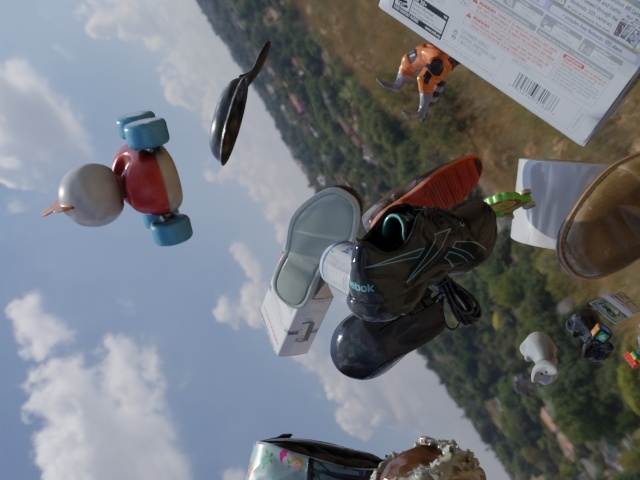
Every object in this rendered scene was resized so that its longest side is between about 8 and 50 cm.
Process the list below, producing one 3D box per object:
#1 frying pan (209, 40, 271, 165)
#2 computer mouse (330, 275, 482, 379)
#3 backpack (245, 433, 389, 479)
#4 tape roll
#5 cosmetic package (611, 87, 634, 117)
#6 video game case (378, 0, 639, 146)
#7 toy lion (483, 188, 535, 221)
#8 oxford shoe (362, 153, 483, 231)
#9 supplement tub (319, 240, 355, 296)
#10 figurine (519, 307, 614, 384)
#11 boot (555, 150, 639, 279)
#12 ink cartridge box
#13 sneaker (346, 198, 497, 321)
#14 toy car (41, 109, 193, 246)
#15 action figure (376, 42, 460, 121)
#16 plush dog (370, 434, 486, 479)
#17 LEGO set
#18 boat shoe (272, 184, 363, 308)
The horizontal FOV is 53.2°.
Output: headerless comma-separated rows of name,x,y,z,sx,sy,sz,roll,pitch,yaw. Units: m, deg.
frying pan,-0.175,-0.319,1.369,0.053,0.327,0.197,16,174,-2
computer mouse,0.131,0.134,1.122,0.188,0.272,0.072,51,174,16
backpack,-0.012,0.448,1.151,0.253,0.191,0.225,14,163,13
tape roll,0.520,-0.077,1.300,0.246,0.245,0.169,-109,23,-79
cosmetic package,0.483,-0.368,1.029,0.129,0.296,0.153,25,-158,-8
video game case,0.199,-0.256,0.580,0.269,0.061,0.244,40,148,15
toy lion,0.324,-0.063,1.142,0.100,0.096,0.034,135,127,-63
oxford shoe,0.202,-0.099,1.291,0.097,0.271,0.098,63,172,-33
supplement tub,0.051,0.044,0.876,0.071,0.071,0.107,55,165,-28
figurine,0.599,0.268,1.559,0.092,0.214,0.209,58,-162,-3
boot,0.410,-0.059,0.730,0.112,0.305,0.115,52,-175,-6
ink cartridge box,-0.063,0.157,1.576,0.159,0.092,0.218,64,142,40
sneaker,0.137,-0.001,0.810,0.101,0.267,0.106,16,129,43
toy car,-0.377,-0.094,1.139,0.210,0.237,0.219,-144,41,-60
action figure,0.287,-0.466,1.523,0.178,0.330,0.341,35,-159,-22
plush dog,0.169,0.262,0.430,0.262,0.225,0.211,-127,28,-77
LEGO set,0.491,0.163,0.983,0.244,0.060,0.182,-3,-140,-51
boat shoe,0.000,0.000,1.106,0.114,0.091,0.303,40,137,4
